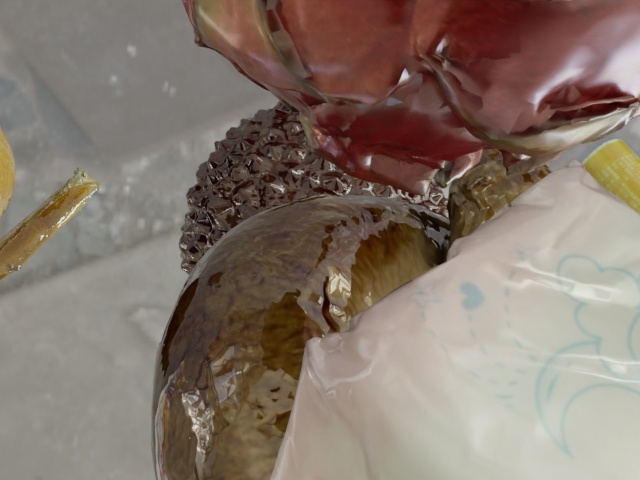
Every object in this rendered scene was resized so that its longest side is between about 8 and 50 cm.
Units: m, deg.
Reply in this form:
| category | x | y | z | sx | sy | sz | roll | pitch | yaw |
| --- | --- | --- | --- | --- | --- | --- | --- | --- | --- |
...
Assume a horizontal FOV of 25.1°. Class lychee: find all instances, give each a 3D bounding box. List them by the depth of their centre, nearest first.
| category | x | y | z | sx | sy | sz | roll | pitch | yaw |
| --- | --- | --- | --- | --- | --- | --- | --- | --- | --- |
| lychee | 0.000 | 0.000 | 1.576 | 0.330 | 0.306 | 0.306 | 29 | 145 | 33 |

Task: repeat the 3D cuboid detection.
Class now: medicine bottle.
| category | x | y | z | sx | sy | sz | roll | pitch | yaw |
| --- | --- | --- | --- | --- | --- | --- | --- | --- | --- |
| medicine bottle | 0.319 | 0.003 | 1.299 | 0.074 | 0.218 | 0.074 | -32 | 156 | -16 |

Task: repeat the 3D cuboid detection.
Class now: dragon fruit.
| category | x | y | z | sx | sy | sz | roll | pitch | yaw |
| --- | --- | --- | --- | --- | --- | --- | --- | --- | --- |
| dragon fruit | 0.064 | -0.173 | 0.554 | 0.277 | 0.277 | 0.342 | 24 | 139 | -23 |

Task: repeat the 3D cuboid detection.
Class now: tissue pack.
| category | x | y | z | sx | sy | sz | roll | pitch | yaw |
| --- | --- | --- | --- | --- | --- | --- | --- | --- | --- |
| tissue pack | 0.107 | 0.140 | 0.378 | 0.124 | 0.271 | 0.201 | -29 | 151 | -36 |

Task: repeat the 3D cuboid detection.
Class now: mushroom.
| category | x | y | z | sx | sy | sz | roll | pitch | yaw |
| --- | --- | --- | --- | --- | --- | --- | --- | --- | --- |
| mushroom | 0.039 | 0.126 | 0.868 | 0.345 | 0.345 | 0.239 | 28 | 160 | -26 |

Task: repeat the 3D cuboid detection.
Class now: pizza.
| category | x | y | z | sx | sy | sz | roll | pitch | yaw |
| --- | --- | --- | --- | --- | --- | --- | --- | --- | --- |
| pizza | -0.276 | -0.018 | 1.437 | 0.185 | 0.176 | 0.036 | -40 | 99 | 14 |

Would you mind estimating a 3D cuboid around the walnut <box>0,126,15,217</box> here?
| category | x | y | z | sx | sy | sz | roll | pitch | yaw |
| --- | --- | --- | --- | --- | --- | --- | --- | --- | --- |
| walnut | -0.326 | -0.066 | 1.185 | 0.144 | 0.144 | 0.180 | -4 | 140 | 2 |
